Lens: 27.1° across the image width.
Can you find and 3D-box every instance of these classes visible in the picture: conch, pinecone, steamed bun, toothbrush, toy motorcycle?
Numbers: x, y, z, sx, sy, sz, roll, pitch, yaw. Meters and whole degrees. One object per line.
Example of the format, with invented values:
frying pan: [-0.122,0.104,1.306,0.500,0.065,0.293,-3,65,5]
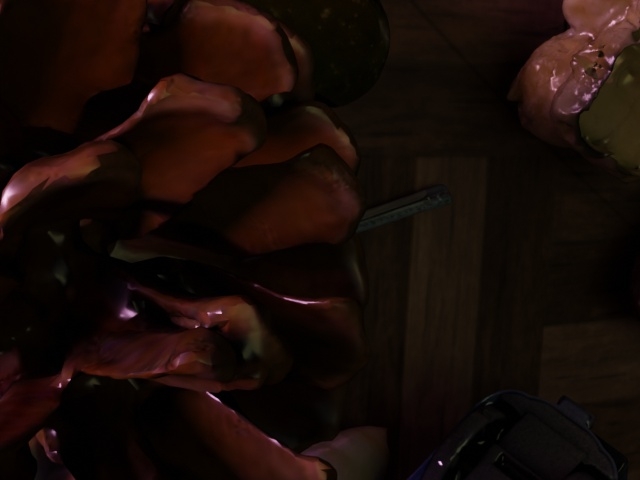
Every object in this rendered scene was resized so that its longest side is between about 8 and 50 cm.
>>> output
conch: [-0.021,0.185,0.898,0.176,0.094,0.104,-40,107,-50]
pinecone: [-0.139,0.022,0.588,0.384,0.384,0.384,-7,103,-32]
steamed bun: [0.231,-0.137,0.972,0.192,0.106,0.177,22,100,-46]
toothbrush: [0.000,0.000,0.898,0.219,0.016,0.019,-20,111,-29]
toy motorcycle: [0.080,0.258,0.906,0.358,0.125,0.212,-47,153,-14]

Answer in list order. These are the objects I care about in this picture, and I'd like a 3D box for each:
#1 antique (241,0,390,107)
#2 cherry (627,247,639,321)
antique: [-0.055,-0.145,0.797,0.221,0.080,0.081,16,89,-34]
cherry: [0.310,0.061,1.056,0.148,0.115,0.188,-23,118,-49]
